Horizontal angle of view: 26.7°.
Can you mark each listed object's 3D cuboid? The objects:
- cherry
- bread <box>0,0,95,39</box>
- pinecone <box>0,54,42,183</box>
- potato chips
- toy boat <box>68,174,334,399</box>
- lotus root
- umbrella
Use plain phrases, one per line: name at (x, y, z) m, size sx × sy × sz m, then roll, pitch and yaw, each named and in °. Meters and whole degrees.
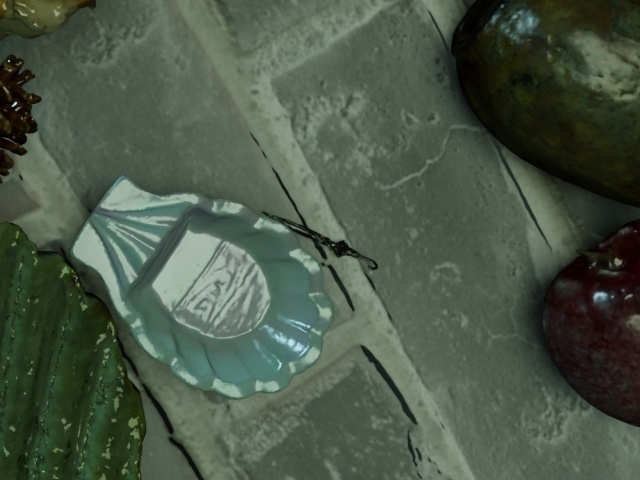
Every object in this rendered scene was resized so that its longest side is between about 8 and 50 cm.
cherry at (0.387, 0.105, 1.576) m, size 0.230 × 0.203 × 0.300 m, roll -39°, pitch 117°, yaw -14°
bread at (-0.308, -0.424, 1.292) m, size 0.390 × 0.279 × 0.371 m, roll 41°, pitch 78°, yaw -15°
pinecone at (-0.360, -0.124, 1.350) m, size 0.173 × 0.173 × 0.173 m, roll -1°, pitch 92°, yaw -17°
potato chips at (-0.357, 0.183, 1.379) m, size 0.358 × 0.070 × 0.429 m, roll 6°, pitch 99°, yaw -13°
toy boat at (-0.128, 0.047, 1.459) m, size 0.290 × 0.100 × 0.199 m, roll 36°, pitch 81°, yaw -16°
lotus root at (0.322, -0.178, 1.531) m, size 0.346 × 0.250 × 0.250 m, roll 26°, pitch 84°, yaw -12°
umbrella at (0.001, -0.002, 1.543) m, size 0.149 × 0.022 × 0.022 m, roll 28°, pitch 121°, yaw -8°
